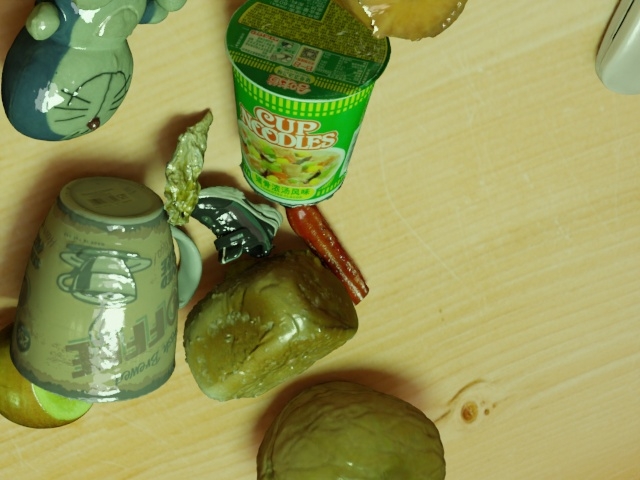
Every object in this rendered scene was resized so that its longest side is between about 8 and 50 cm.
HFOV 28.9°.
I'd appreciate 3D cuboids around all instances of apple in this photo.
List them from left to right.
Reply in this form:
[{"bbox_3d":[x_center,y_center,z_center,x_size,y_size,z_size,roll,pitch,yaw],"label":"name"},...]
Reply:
[{"bbox_3d":[-0.408,0.190,1.798,0.146,0.163,0.147,-41,144,-48],"label":"apple"}]

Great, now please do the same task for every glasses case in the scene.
[{"bbox_3d":[0.479,-0.329,1.715,0.113,0.075,0.297,3,130,-24],"label":"glasses case"}]

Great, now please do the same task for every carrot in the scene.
[{"bbox_3d":[0.037,-0.337,1.396,0.196,0.254,0.196,-14,134,-15],"label":"carrot"}]

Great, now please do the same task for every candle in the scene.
[{"bbox_3d":[0.000,0.000,1.861,0.051,0.048,0.329,-34,137,0],"label":"candle"}]

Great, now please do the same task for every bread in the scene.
[{"bbox_3d":[-0.093,0.121,1.838,0.246,0.176,0.195,-36,159,24],"label":"bread"}]

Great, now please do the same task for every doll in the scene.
[{"bbox_3d":[-0.277,-0.226,1.435,0.228,0.154,0.258,-26,142,-58],"label":"doll"}]

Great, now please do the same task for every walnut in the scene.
[{"bbox_3d":[0.054,0.385,2.101,0.332,0.333,0.333,-12,136,-12],"label":"walnut"}]

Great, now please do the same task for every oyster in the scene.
[{"bbox_3d":[-0.180,-0.087,1.658,0.045,0.146,0.122,13,141,-1],"label":"oyster"}]

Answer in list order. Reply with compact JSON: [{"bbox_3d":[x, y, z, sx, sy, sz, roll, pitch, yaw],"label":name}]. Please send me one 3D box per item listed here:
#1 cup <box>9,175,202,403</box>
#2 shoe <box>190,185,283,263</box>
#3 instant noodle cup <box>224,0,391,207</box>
[{"bbox_3d":[-0.265,0.046,1.702,0.301,0.227,0.257,-21,133,-50],"label":"cup"},{"bbox_3d":[-0.125,-0.012,1.749,0.169,0.099,0.071,21,153,-38],"label":"shoe"},{"bbox_3d":[-0.022,-0.172,1.592,0.207,0.207,0.233,-10,143,-13],"label":"instant noodle cup"}]
